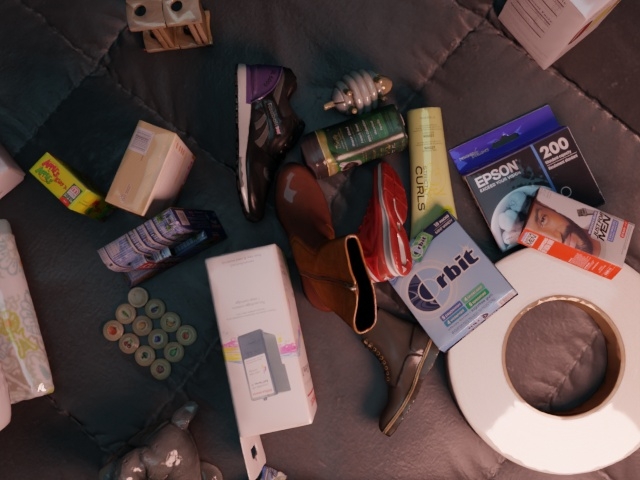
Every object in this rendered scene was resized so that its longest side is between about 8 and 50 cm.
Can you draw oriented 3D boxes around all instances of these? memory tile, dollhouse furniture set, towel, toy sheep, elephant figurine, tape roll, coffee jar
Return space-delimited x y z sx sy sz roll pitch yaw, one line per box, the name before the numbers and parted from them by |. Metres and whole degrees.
memory tile | -0.301 0.163 1.388 0.148 0.012 0.113 38 86 5
dollhouse furniture set | -0.272 -0.446 1.388 0.128 0.129 0.184 -7 85 0
towel | -0.679 0.163 1.361 0.374 0.090 0.321 -17 87 -1
toy sheep | 0.065 -0.259 1.385 0.132 0.091 0.091 -18 84 -11
elephant figurine | -0.238 0.427 1.309 0.239 0.186 0.169 53 44 -5
tape roll | 0.407 0.197 1.344 0.391 0.072 0.392 0 85 2
coffee jar | 0.055 -0.170 1.373 0.184 0.096 0.079 -20 82 -2

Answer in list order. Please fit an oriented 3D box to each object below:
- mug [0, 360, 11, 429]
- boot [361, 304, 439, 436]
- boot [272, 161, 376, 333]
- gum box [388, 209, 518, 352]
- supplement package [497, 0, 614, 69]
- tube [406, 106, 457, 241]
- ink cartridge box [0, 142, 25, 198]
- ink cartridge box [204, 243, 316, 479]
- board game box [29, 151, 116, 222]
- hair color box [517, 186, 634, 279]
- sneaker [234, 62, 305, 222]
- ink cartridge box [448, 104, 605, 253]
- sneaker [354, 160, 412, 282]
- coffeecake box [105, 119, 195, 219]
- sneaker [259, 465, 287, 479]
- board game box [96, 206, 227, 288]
mug | -0.670 0.216 1.203 0.374 0.276 0.328 -33 95 28
boot | 0.111 0.221 1.352 0.137 0.077 0.198 27 72 8
boot | 0.000 0.000 1.243 0.096 0.280 0.264 -8 94 -12
gum box | 0.212 0.067 1.324 0.157 0.041 0.184 -41 60 11
supplement package | 0.412 -0.412 1.315 0.139 0.244 0.134 -40 85 -2
tube | 0.194 -0.113 1.386 0.070 0.062 0.240 -4 92 40
ink cartridge box | -0.644 -0.149 1.391 0.139 0.082 0.191 -41 84 -3
ink cartridge box | -0.084 0.194 1.284 0.119 0.207 0.354 -12 85 1
board game box | -0.413 -0.086 1.329 0.092 0.181 0.043 42 87 4
hair color box | 0.424 -0.013 1.308 0.167 0.053 0.093 22 63 8
sneaker | -0.087 -0.174 1.375 0.124 0.107 0.283 -1 84 -5
ink cartridge box | 0.363 -0.113 1.388 0.206 0.045 0.208 -26 83 -1
sneaker | 0.081 -0.027 1.364 0.128 0.087 0.221 -20 53 29
coffeecake box | -0.282 -0.107 1.327 0.068 0.185 0.142 21 85 3
sneaker | -0.114 0.446 1.344 0.058 0.052 0.135 33 78 14
board game box | -0.282 0.017 1.335 0.194 0.194 0.060 -30 84 12
